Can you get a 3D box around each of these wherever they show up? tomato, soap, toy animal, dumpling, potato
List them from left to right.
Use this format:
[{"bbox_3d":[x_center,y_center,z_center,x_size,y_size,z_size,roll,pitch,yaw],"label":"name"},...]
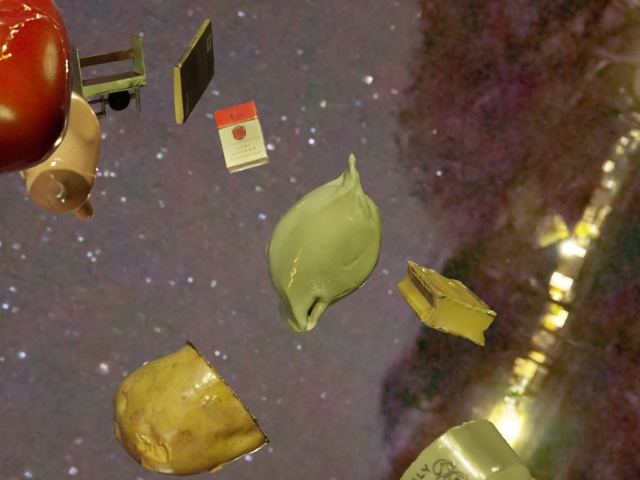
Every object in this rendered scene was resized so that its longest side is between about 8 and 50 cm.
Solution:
[{"bbox_3d":[-0.459,-0.209,1.237,0.298,0.299,0.226,-60,-30,-22],"label":"tomato"},{"bbox_3d":[-0.499,-0.171,1.756,0.166,0.154,0.250,11,-109,-63],"label":"toy animal"},{"bbox_3d":[-0.295,0.387,1.921,0.237,0.289,0.301,-40,-30,-17],"label":"potato"},{"bbox_3d":[0.010,0.020,1.798,0.321,0.212,0.270,-39,-11,4],"label":"dumpling"},{"bbox_3d":[0.238,0.120,1.778,0.233,0.135,0.076,-129,61,-73],"label":"soap"}]

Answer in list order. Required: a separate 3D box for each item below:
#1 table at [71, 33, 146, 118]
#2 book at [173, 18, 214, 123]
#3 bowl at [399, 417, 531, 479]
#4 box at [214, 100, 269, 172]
[{"bbox_3d":[-0.449,-0.337,1.938,0.146,0.062,0.175,-19,-58,-31],"label":"table"},{"bbox_3d":[-0.299,-0.401,2.167,0.228,0.024,0.160,-70,-11,-46],"label":"book"},{"bbox_3d":[0.185,0.337,1.131,0.211,0.112,0.211,-23,-50,-30],"label":"bowl"},{"bbox_3d":[-0.189,-0.249,2.201,0.048,0.100,0.152,74,-178,-74],"label":"box"}]
